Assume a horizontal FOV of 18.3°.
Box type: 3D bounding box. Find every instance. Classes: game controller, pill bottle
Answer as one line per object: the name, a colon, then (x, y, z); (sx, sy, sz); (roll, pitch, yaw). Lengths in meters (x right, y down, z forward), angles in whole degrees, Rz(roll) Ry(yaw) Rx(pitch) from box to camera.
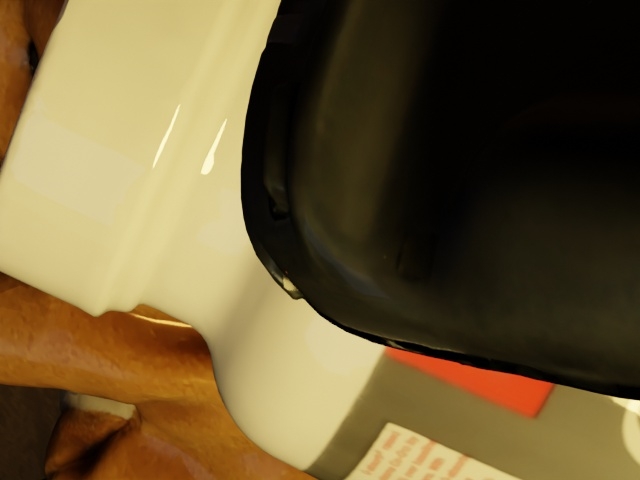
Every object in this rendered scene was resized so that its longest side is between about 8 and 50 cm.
game controller: (0.086, -0.124, 0.393); (0.166, 0.319, 0.067); (12, 168, 43)
pill bottle: (0.093, 0.003, 0.628); (0.363, 0.210, 0.210); (23, 157, -4)

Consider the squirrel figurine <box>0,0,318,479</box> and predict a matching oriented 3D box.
squirrel figurine: (0.000, 0.000, 0.892); (0.397, 0.281, 0.370); (16, 140, 17)
